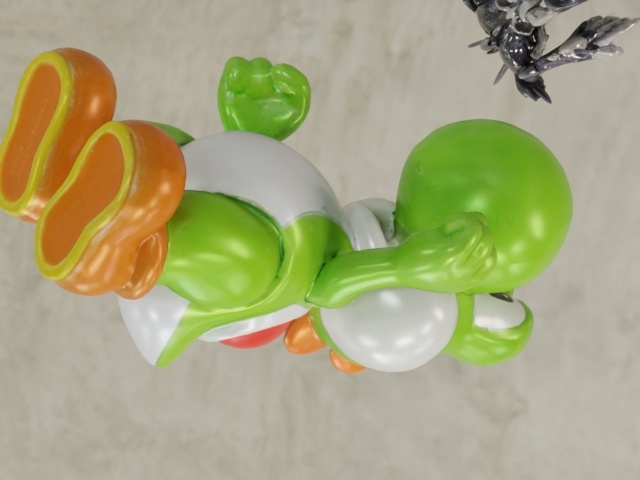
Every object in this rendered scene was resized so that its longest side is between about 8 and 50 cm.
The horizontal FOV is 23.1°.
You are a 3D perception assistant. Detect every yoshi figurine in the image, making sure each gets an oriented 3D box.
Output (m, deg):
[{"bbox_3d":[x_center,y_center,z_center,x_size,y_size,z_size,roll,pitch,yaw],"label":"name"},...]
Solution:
[{"bbox_3d":[0.010,-0.027,0.931,0.362,0.203,0.203,17,158,-36],"label":"yoshi figurine"}]

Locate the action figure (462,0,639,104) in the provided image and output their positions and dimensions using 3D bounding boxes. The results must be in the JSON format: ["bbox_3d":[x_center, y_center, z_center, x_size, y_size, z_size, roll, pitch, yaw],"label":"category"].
[{"bbox_3d":[0.226,-0.234,1.502,0.164,0.141,0.275,64,168,9],"label":"action figure"}]
